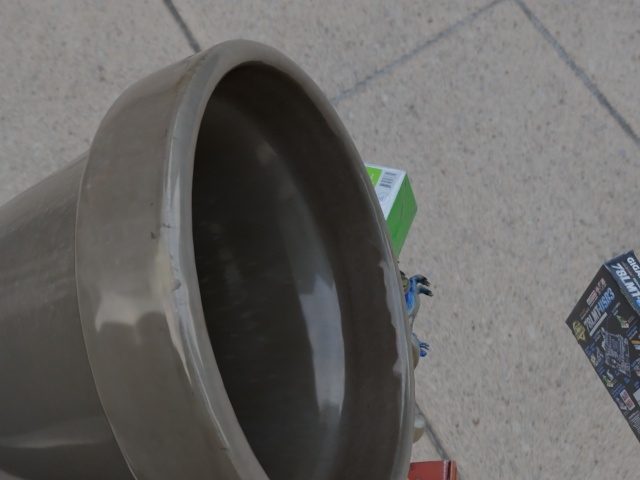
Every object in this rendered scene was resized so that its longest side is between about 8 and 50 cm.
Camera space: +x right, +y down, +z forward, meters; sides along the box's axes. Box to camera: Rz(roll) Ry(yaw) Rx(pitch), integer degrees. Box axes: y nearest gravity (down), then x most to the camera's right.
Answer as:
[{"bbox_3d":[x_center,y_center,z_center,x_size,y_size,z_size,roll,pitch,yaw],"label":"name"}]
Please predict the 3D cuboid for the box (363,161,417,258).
[{"bbox_3d":[0.000,0.000,1.447,0.231,0.126,0.261,13,65,23],"label":"box"}]

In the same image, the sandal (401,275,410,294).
[{"bbox_3d":[0.099,0.097,1.697,0.180,0.049,0.072,1,34,44],"label":"sandal"}]

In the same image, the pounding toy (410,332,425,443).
[{"bbox_3d":[0.055,0.215,1.323,0.270,0.154,0.154,26,42,-8],"label":"pounding toy"}]

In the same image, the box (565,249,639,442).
[{"bbox_3d":[0.581,0.206,1.633,0.073,0.295,0.293,-21,65,-11],"label":"box"}]

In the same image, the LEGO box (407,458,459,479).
[{"bbox_3d":[-0.015,0.513,1.072,0.373,0.193,0.500,-7,29,15],"label":"LEGO box"}]

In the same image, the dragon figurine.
[{"bbox_3d":[0.124,0.108,1.782,0.144,0.085,0.289,-43,60,-14],"label":"dragon figurine"}]

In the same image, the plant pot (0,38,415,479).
[{"bbox_3d":[-0.099,0.047,0.494,0.229,0.263,0.262,-13,66,22],"label":"plant pot"}]
